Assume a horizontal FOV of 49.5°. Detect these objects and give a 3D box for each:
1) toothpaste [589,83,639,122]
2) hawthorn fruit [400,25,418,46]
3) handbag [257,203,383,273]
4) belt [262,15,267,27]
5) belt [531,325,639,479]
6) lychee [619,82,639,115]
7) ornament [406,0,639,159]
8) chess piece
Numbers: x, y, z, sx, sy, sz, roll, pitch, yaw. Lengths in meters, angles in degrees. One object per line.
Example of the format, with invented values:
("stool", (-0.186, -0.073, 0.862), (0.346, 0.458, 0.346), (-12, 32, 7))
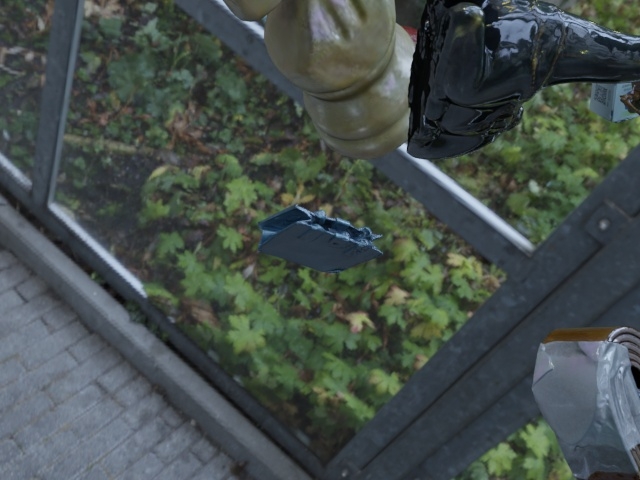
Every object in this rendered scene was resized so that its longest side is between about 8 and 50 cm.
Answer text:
("toothpaste", (0.616, -0.280, 1.162), (0.336, 0.081, 0.067), (-16, 35, -12))
("hawthorn fruit", (0.132, -0.260, 1.108), (0.169, 0.169, 0.188), (44, 36, 14))
("handbag", (0.000, 0.000, 1.441), (0.229, 0.179, 0.062), (19, 63, -34))
("belt", (-0.042, -0.423, 1.149), (0.151, 0.078, 0.198), (6, 79, 11))
("belt", (0.467, 0.283, 1.087), (0.217, 0.122, 0.338), (-39, 104, -38))
("lychee", (0.387, -0.181, 0.768), (0.140, 0.114, 0.101), (-4, 90, -5))
("ornament", (0.176, -0.090, 0.422), (0.236, 0.202, 0.080), (3, 79, 2))
("chess piece", (0.007, -0.190, 0.580), (0.137, 0.301, 0.137), (-7, 68, 17))
